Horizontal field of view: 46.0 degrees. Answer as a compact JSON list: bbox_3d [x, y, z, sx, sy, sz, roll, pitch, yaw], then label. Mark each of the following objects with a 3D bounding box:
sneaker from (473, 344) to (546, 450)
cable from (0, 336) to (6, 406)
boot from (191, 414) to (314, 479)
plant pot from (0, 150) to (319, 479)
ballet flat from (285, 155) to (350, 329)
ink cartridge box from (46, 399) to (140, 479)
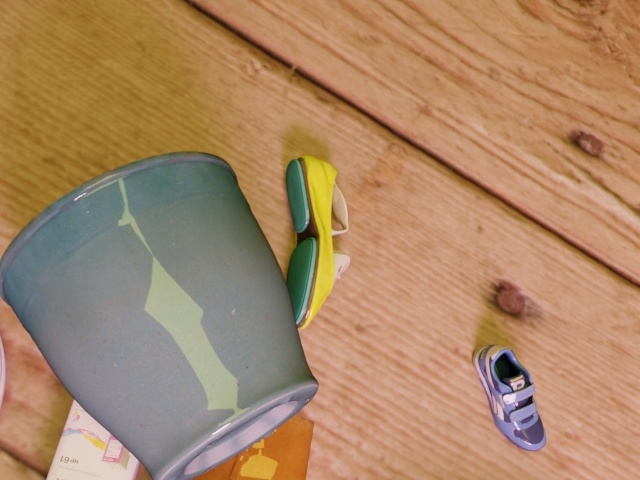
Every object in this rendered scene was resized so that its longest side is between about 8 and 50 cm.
[{"bbox_3d":[0.242,0.196,0.946,0.053,0.059,0.144,-23,79,-21],"label":"sneaker"},{"bbox_3d":[-0.469,0.144,0.793,0.257,0.089,0.257,35,68,1],"label":"cable"},{"bbox_3d":[-0.040,0.301,0.827,0.295,0.104,0.211,24,69,1],"label":"boot"},{"bbox_3d":[-0.142,0.094,0.766,0.272,0.271,0.255,-28,72,-19],"label":"plant pot"},{"bbox_3d":[0.000,0.000,0.956,0.077,0.077,0.230,9,68,-27],"label":"ballet flat"},{"bbox_3d":[-0.241,0.227,0.835,0.089,0.052,0.122,16,71,-7],"label":"ink cartridge box"}]
